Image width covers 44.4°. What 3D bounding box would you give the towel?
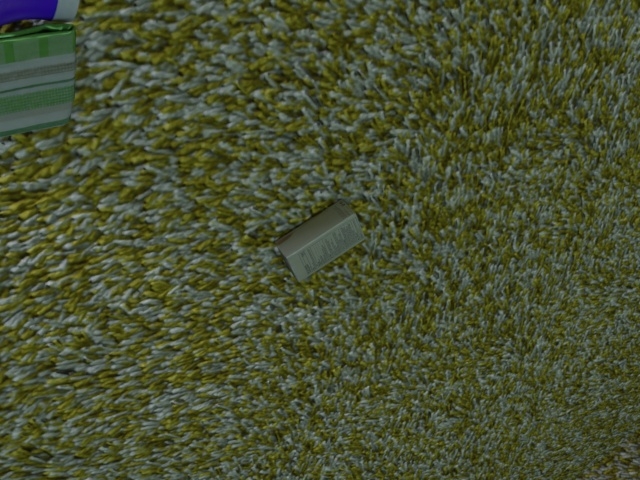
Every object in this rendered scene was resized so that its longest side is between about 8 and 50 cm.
[{"bbox_3d":[-0.289,-0.148,0.739,0.113,0.023,0.152,-17,161,-27],"label":"towel"}]

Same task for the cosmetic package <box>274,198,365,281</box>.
[{"bbox_3d":[0.000,0.000,1.094,0.115,0.041,0.060,-32,137,-9],"label":"cosmetic package"}]

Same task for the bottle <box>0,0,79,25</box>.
[{"bbox_3d":[-0.343,-0.224,0.635,0.283,0.092,0.118,-3,128,-34],"label":"bottle"}]
